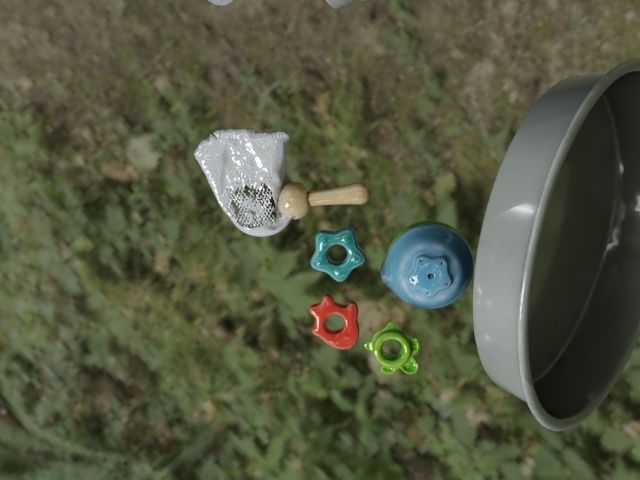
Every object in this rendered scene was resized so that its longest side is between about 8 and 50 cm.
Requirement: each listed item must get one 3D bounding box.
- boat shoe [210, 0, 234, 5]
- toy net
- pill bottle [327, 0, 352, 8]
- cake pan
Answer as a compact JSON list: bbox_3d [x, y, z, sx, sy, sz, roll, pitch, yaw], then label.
[{"bbox_3d":[-0.097,-0.412,1.609,0.095,0.084,0.258,34,135,19],"label":"boat shoe"},{"bbox_3d":[0.000,0.000,1.014,0.232,0.122,0.045,33,-167,-5],"label":"toy net"},{"bbox_3d":[0.064,-0.332,1.574,0.137,0.078,0.078,-23,114,18],"label":"pill bottle"},{"bbox_3d":[0.201,0.000,1.038,0.054,0.293,0.293,15,142,31],"label":"cake pan"}]
